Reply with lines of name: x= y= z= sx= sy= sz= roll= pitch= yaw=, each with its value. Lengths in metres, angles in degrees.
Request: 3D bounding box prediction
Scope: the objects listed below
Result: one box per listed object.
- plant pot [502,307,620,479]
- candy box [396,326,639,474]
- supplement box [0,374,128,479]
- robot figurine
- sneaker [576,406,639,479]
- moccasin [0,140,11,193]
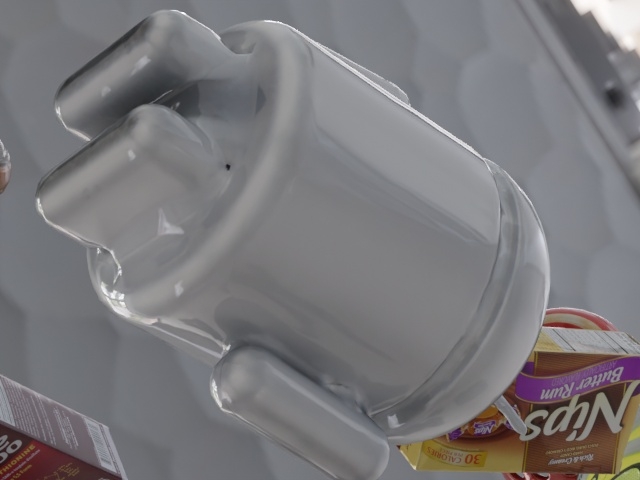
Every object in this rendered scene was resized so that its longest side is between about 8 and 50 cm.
plant pot: x=0.272 y=0.179 z=1.983 sx=0.191 sy=0.174 sz=0.191 roll=-11 pitch=48 yaw=12
candy box: x=0.159 y=0.125 z=1.402 sx=0.187 sy=0.109 sz=0.053 roll=5 pitch=21 yaw=-22
supplement box: x=-0.298 y=0.194 z=1.606 sx=0.130 sy=0.073 sz=0.239 roll=-37 pitch=-38 yaw=14
robot figurine: x=0.000 y=0.000 z=1.099 sx=0.200 sy=0.353 sz=0.300 roll=-27 pitch=43 yaw=41
sneaker: x=0.273 y=0.333 z=1.767 sx=0.147 sy=0.145 sz=0.384 roll=-76 pitch=2 yaw=-70
moccasin: x=-0.490 y=-0.072 z=1.740 sx=0.380 sy=0.147 sz=0.139 roll=4 pitch=11 yaw=0
